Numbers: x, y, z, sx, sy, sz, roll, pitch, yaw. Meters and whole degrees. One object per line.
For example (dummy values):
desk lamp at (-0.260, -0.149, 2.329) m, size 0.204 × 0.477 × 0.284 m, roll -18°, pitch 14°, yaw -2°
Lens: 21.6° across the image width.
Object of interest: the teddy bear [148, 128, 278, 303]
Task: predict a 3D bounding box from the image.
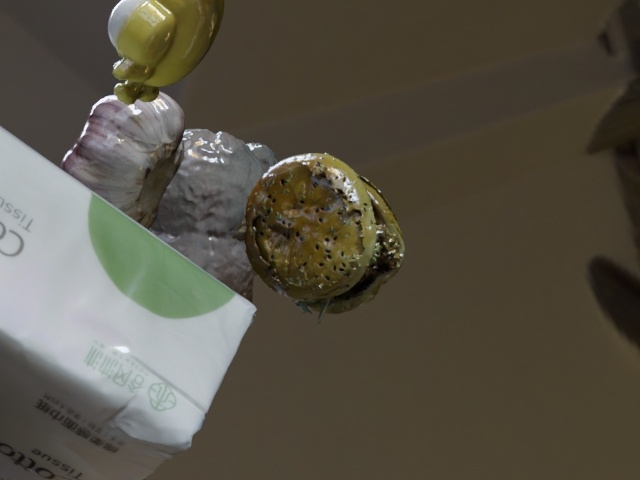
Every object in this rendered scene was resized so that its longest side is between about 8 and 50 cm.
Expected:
teddy bear at (-0.153, 0.002, 1.974) m, size 0.151 × 0.236 × 0.267 m, roll -4°, pitch -96°, yaw 62°

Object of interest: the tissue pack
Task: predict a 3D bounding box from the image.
tissue pack at (-0.275, 0.062, 1.408) m, size 0.356 × 0.194 × 0.266 m, roll 36°, pitch -39°, yaw -13°

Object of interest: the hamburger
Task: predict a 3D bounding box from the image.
hamburger at (0.000, 0.000, 1.860) m, size 0.177 × 0.113 × 0.185 m, roll 1°, pitch -102°, yaw 21°

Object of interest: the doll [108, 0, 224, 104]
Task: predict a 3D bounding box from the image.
doll at (-0.097, -0.241, 1.448) m, size 0.086 × 0.117 × 0.291 m, roll 42°, pitch -66°, yaw 16°

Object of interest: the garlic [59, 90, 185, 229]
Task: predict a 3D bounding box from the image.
garlic at (-0.200, -0.078, 1.664) m, size 0.102 × 0.147 × 0.159 m, roll 28°, pitch -54°, yaw 15°
